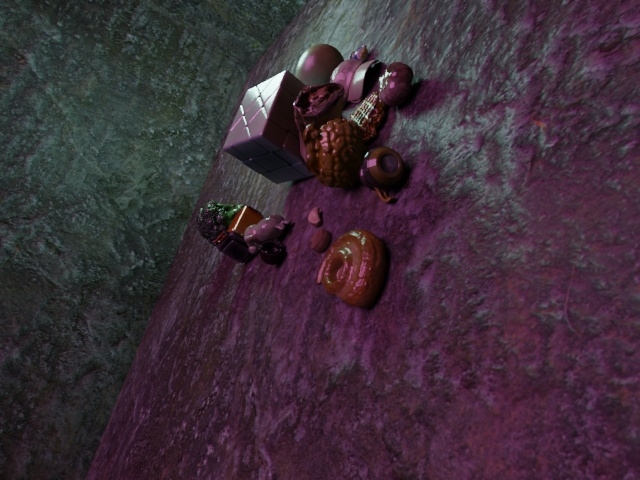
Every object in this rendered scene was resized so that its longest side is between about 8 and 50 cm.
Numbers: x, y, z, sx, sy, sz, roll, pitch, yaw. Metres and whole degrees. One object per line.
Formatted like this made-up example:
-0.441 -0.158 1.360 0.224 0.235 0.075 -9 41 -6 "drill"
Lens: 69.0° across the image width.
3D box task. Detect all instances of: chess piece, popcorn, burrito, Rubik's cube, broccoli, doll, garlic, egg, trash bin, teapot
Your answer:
0.000 0.000 1.595 0.083 0.038 0.084 -41 35 38 "chess piece"
0.038 -0.300 1.568 0.237 0.251 0.206 -12 53 63 "popcorn"
-0.012 -0.421 1.728 0.190 0.135 0.332 -50 -16 -22 "burrito"
-0.166 -0.463 1.975 0.322 0.316 0.319 -4 62 51 "Rubik's cube"
-0.513 -0.097 2.442 0.270 0.270 0.270 -34 15 -25 "broccoli"
0.168 -0.809 2.040 0.099 0.057 0.143 -62 20 4 "doll"
0.254 -0.517 1.549 0.159 0.102 0.147 -173 95 -75 "garlic"
-0.011 -0.743 2.119 0.295 0.218 0.218 -55 25 38 "egg"
-0.235 -0.041 1.960 0.275 0.113 0.155 -33 4 46 "doll"
-0.018 -0.081 1.707 0.053 0.041 0.083 -36 42 20 "garlic"
-0.372 -0.040 2.169 0.161 0.184 0.239 -39 29 39 "trash bin"
0.181 -0.190 1.368 0.119 0.130 0.166 151 109 -71 "teapot"

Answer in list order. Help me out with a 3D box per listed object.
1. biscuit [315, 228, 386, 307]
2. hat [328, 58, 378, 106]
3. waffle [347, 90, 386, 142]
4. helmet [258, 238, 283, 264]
0.084 0.067 1.315 0.274 0.091 0.213 9 75 65 "biscuit"
0.119 -0.667 1.903 0.226 0.164 0.219 171 124 -85 "hat"
0.162 -0.442 1.709 0.238 0.058 0.243 -28 40 55 "waffle"
-0.196 0.052 1.856 0.123 0.098 0.070 -115 25 -63 "helmet"
